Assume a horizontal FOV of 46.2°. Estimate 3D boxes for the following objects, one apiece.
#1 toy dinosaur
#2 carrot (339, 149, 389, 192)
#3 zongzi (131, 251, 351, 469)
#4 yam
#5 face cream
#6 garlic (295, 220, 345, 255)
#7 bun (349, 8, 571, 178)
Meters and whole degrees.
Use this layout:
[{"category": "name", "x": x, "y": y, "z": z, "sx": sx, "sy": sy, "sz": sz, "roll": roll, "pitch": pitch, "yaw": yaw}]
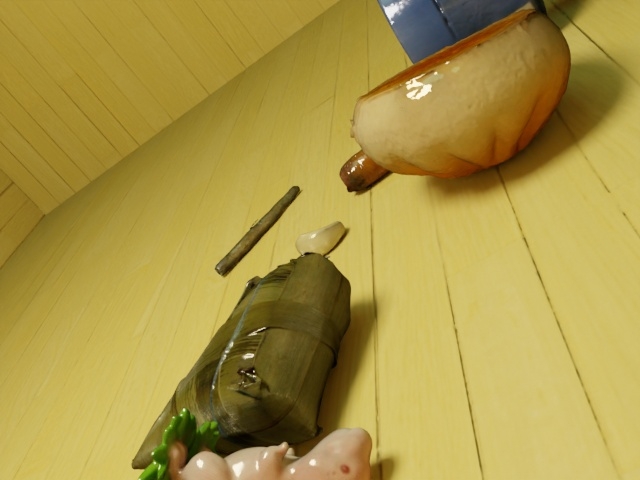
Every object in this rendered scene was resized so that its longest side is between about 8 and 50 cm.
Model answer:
[{"category": "toy dinosaur", "x": -0.056, "y": 0.239, "z": 0.683, "sx": 0.177, "sy": 0.152, "sz": 0.194, "roll": 22, "pitch": 66, "yaw": 22}, {"category": "carrot", "x": 0.112, "y": -0.145, "z": 1.215, "sx": 0.186, "sy": 0.060, "sz": 0.060, "roll": -34, "pitch": 22, "yaw": 7}, {"category": "zongzi", "x": -0.094, "y": 0.145, "z": 0.887, "sx": 0.274, "sy": 0.125, "sz": 0.251, "roll": -30, "pitch": 23, "yaw": 37}, {"category": "yam", "x": -0.112, "y": -0.024, "z": 1.371, "sx": 0.234, "sy": 0.029, "sz": 0.027, "roll": -50, "pitch": 13, "yaw": -26}, {"category": "face cream", "x": 0.237, "y": -0.413, "z": 1.284, "sx": 0.225, "sy": 0.249, "sz": 0.249, "roll": -29, "pitch": 23, "yaw": 18}, {"category": "garlic", "x": 0.000, "y": -0.001, "z": 1.135, "sx": 0.083, "sy": 0.041, "sz": 0.053, "roll": -28, "pitch": 9, "yaw": 6}, {"category": "bun", "x": 0.190, "y": -0.171, "z": 0.995, "sx": 0.298, "sy": 0.165, "sz": 0.299, "roll": -27, "pitch": 10, "yaw": 5}]
